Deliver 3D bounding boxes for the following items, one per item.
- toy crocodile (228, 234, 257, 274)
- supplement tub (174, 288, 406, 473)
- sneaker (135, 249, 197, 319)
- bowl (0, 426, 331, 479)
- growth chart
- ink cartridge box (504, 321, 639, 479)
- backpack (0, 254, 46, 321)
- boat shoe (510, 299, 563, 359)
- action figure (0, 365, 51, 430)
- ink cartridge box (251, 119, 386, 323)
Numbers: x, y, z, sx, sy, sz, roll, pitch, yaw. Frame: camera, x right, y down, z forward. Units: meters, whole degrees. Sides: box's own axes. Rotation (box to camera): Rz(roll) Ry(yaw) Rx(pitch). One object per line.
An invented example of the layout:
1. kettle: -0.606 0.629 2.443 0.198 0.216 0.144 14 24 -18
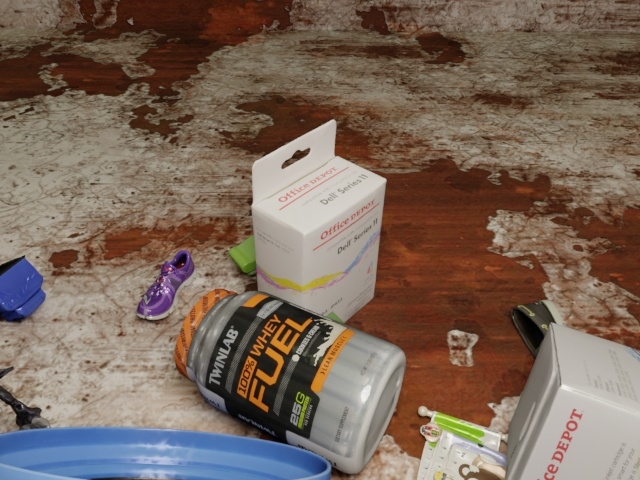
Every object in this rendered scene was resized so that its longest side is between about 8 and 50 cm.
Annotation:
1. toy crocodile: -0.027 -0.022 1.184 0.341 0.105 0.115 -21 44 -23
2. supplement tub: -0.048 0.195 0.858 0.316 0.193 0.193 19 43 21
3. sneaker: -0.298 0.081 1.085 0.068 0.071 0.170 11 42 12
4. bowl: -0.185 0.278 0.653 0.391 0.391 0.077 4 78 4
5. growth chart: 0.210 0.356 0.806 0.172 0.021 0.237 11 42 10
6. ink cartridge box: 0.399 0.265 0.725 0.270 0.198 0.197 18 20 14
7. backpack: -0.575 0.098 1.041 0.120 0.101 0.098 -12 24 38
8. boat shoe: 0.392 0.190 0.964 0.069 0.081 0.227 -5 33 -2
9. action figure: -0.459 0.292 0.784 0.164 0.141 0.275 -31 65 -29
10. ink cartridge box: 0.000 0.000 0.965 0.119 0.353 0.207 30 49 30
